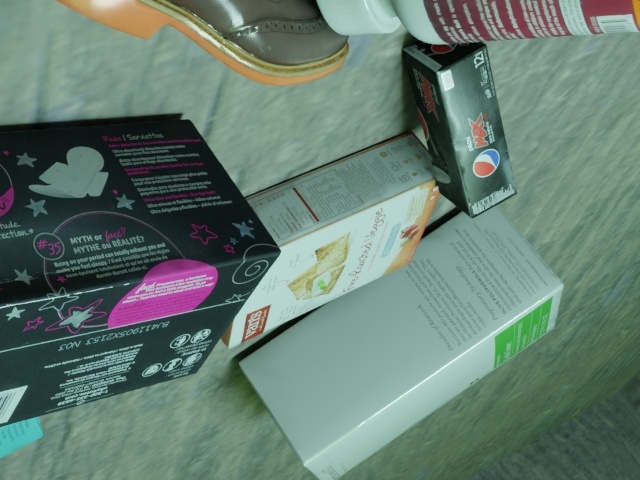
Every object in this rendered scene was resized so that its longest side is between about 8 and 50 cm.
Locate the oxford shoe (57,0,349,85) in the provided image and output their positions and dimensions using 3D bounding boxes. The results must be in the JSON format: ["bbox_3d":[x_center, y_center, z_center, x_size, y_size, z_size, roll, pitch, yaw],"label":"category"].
[{"bbox_3d":[-0.053,-0.164,0.640,0.098,0.097,0.271,-52,152,21],"label":"oxford shoe"}]

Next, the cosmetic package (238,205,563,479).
[{"bbox_3d":[0.102,0.128,1.318,0.365,0.155,0.197,-35,159,-4],"label":"cosmetic package"}]

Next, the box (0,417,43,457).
[{"bbox_3d":[-0.350,0.159,0.829,0.244,0.100,0.060,-27,154,-21],"label":"box"}]

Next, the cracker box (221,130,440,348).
[{"bbox_3d":[0.000,0.000,1.048,0.232,0.067,0.155,-23,153,-25],"label":"cracker box"}]

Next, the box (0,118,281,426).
[{"bbox_3d":[-0.185,0.022,0.748,0.247,0.142,0.163,-10,147,-43],"label":"box"}]

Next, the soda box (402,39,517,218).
[{"bbox_3d":[0.126,-0.104,0.957,0.053,0.060,0.169,-30,131,-12],"label":"soda box"}]

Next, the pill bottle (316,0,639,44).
[{"bbox_3d":[0.111,-0.183,0.656,0.221,0.121,0.121,1,170,25],"label":"pill bottle"}]
